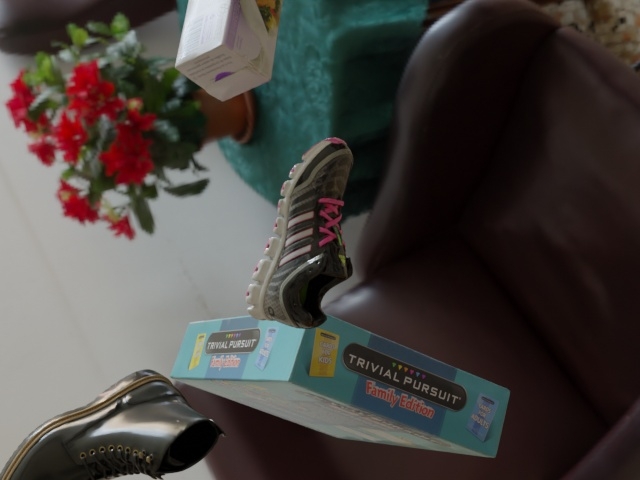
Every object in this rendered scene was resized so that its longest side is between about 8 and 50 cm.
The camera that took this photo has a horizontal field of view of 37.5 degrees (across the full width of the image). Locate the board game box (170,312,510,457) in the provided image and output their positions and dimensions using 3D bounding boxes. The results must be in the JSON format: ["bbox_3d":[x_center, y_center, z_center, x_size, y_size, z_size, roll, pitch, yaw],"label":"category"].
[{"bbox_3d":[0.008,0.163,1.078,0.336,0.254,0.079,-14,55,61],"label":"board game box"}]

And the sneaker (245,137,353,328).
[{"bbox_3d":[0.000,0.000,0.790,0.075,0.063,0.170,26,98,31],"label":"sneaker"}]

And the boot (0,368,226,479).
[{"bbox_3d":[-0.195,0.203,0.861,0.137,0.198,0.076,18,143,52],"label":"boot"}]

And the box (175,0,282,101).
[{"bbox_3d":[-0.068,-0.285,0.882,0.067,0.063,0.323,-15,57,36],"label":"box"}]
